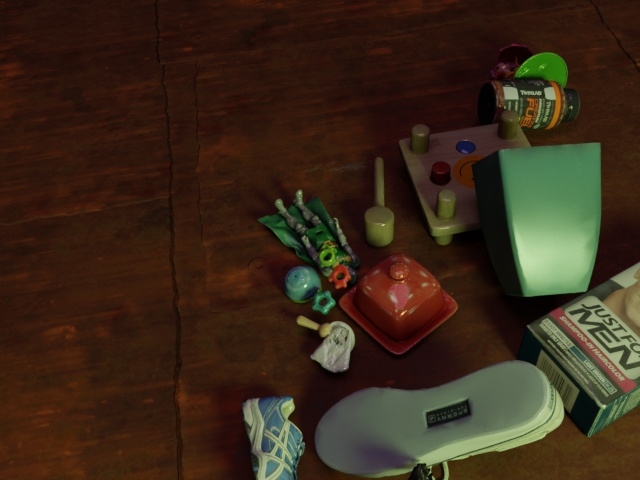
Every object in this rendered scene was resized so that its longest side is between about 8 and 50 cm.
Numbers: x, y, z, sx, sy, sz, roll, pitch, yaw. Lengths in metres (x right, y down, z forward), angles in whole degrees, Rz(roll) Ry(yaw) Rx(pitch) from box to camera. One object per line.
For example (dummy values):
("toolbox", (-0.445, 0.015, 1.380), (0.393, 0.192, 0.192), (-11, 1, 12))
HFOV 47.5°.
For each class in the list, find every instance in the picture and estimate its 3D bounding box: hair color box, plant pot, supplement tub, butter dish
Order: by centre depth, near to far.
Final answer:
("hair color box", (0.511, 0.145, 1.165), (0.347, 0.105, 0.174), (-25, 53, -17))
("plant pot", (0.362, -0.028, 1.202), (0.165, 0.166, 0.234), (-5, 87, -4))
("butter dish", (0.133, 0.083, 1.238), (0.159, 0.118, 0.160), (-34, 55, -23))
("supplement tub", (0.440, -0.286, 1.530), (0.197, 0.106, 0.106), (-3, 49, -11))

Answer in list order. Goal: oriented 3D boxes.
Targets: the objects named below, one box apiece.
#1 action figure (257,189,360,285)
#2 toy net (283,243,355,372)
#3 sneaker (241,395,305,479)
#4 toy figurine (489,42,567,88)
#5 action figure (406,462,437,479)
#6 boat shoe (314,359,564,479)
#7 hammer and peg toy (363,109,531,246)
("action figure", (0.000, 0.000, 1.361), (0.137, 0.063, 0.232), (-27, 56, -22))
("toy net", (0.016, 0.123, 1.250), (0.122, 0.045, 0.232), (-27, 58, 4))
("sneaker", (-0.061, 0.318, 1.076), (0.081, 0.080, 0.211), (-15, 51, -4))
("toy figurine", (0.439, -0.375, 1.635), (0.173, 0.130, 0.159), (-33, 36, 8))
("action figure", (0.046, 0.414, 0.955), (0.275, 0.141, 0.164), (-33, 59, 11))
("boat shoe", (0.177, 0.275, 1.066), (0.367, 0.156, 0.136), (-23, 50, 23))
("hammer and peg toy", (0.246, -0.122, 1.399), (0.361, 0.127, 0.266), (-9, 49, -4))
